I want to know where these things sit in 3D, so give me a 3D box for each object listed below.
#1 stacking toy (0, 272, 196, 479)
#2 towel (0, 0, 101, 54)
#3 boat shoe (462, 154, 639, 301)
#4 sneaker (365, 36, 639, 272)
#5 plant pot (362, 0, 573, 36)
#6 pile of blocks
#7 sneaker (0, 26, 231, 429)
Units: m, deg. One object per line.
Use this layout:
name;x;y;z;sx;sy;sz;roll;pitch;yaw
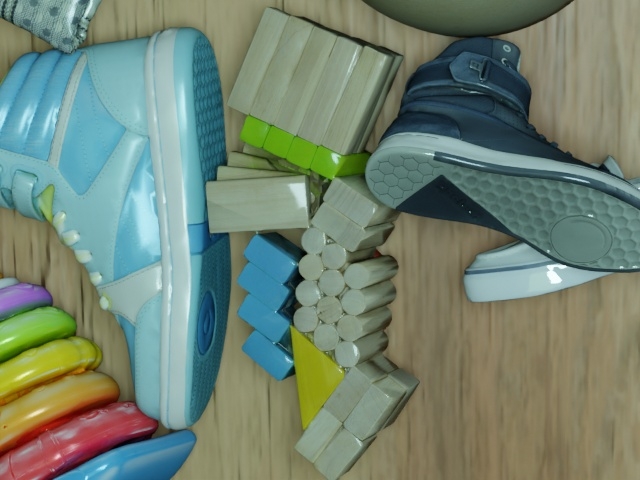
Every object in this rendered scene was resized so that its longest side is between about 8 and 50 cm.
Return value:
stacking toy;-0.252;0.093;1.516;0.175;0.166;0.302;-31;79;22
towel;-0.250;-0.355;1.437;0.312;0.056;0.324;28;95;7
boat shoe;0.226;-0.023;1.411;0.258;0.095;0.084;-19;93;5
sneaker;0.161;-0.070;1.360;0.226;0.163;0.086;19;131;5
plant pot;0.085;-0.257;1.287;0.256;0.274;0.256;3;102;12
pile of blocks;0.000;0.000;1.451;0.149;0.112;0.362;0;94;18
sneaker;-0.183;-0.008;1.479;0.208;0.127;0.319;0;92;10
